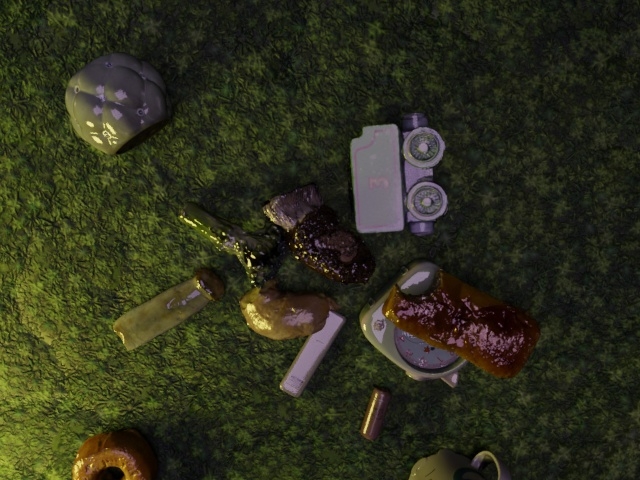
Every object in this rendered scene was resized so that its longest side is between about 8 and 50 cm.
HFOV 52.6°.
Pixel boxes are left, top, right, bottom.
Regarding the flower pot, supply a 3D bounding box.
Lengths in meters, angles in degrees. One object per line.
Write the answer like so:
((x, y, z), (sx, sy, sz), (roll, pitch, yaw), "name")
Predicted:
((-0.479, -0.327, 1.541), (0.246, 0.246, 0.195), (-35, 97, 3), "flower pot")

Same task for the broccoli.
((-0.229, -0.007, 1.653), (0.304, 0.165, 0.145), (31, 128, 8), "broccoli")

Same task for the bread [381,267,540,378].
((0.347, 0.191, 1.592), (0.381, 0.109, 0.185), (26, 97, -4), "bread")

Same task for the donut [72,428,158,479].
((-0.551, 0.619, 1.735), (0.227, 0.114, 0.226), (0, 99, -3), "donut")

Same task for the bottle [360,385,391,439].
((0.151, 0.469, 1.760), (0.053, 0.053, 0.140), (16, 97, -4), "bottle")

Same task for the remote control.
((-0.021, 0.303, 1.748), (0.067, 0.029, 0.260), (30, 94, -4), "remote control")

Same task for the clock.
((0.285, 0.232, 1.703), (0.265, 0.108, 0.324), (-44, 98, 3), "clock")

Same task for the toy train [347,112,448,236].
((0.192, -0.160, 1.622), (0.249, 0.173, 0.306), (-3, 98, 8), "toy train")

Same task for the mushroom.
((-0.395, 0.176, 1.695), (0.312, 0.081, 0.099), (-31, 94, 7), "mushroom")

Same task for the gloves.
((0.006, -0.004, 1.621), (0.135, 0.210, 0.312), (-42, 76, 23), "gloves")

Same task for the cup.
((0.380, 0.687, 1.699), (0.219, 0.257, 0.289), (41, 95, -12), "cup")

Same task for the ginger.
((-0.083, 0.184, 1.674), (0.268, 0.138, 0.152), (11, 94, 3), "ginger")
